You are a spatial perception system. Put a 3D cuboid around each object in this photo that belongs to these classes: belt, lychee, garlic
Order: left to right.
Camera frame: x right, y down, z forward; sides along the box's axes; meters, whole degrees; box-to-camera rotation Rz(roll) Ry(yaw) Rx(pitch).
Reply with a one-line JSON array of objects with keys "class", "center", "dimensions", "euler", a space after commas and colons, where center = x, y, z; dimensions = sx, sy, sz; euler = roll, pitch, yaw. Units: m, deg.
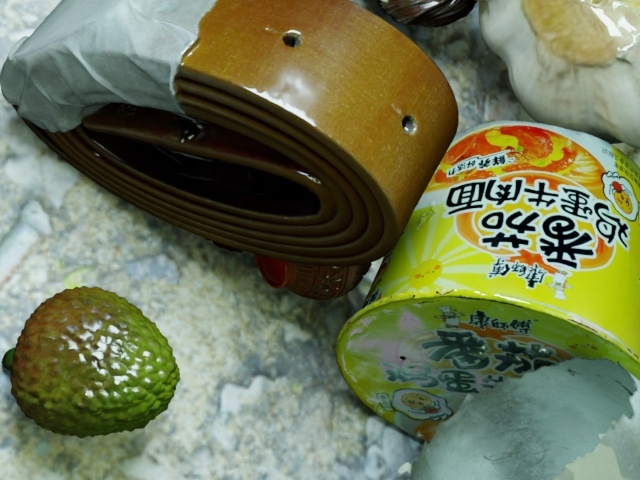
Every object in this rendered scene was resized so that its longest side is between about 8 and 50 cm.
[{"class": "lychee", "center": [-0.171, 0.091, 0.952], "dimensions": [0.114, 0.146, 0.114], "euler": [-25, 120, -54]}, {"class": "belt", "center": [-0.074, -0.096, 0.963], "dimensions": [0.339, 0.217, 0.122], "euler": [18, 59, 24]}, {"class": "garlic", "center": [0.228, -0.189, 1.081], "dimensions": [0.281, 0.184, 0.203], "euler": [46, 46, 17]}]

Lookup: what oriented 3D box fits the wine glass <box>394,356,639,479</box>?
[{"class": "wine glass", "center": [0.205, 0.258, 0.924], "dimensions": [0.238, 0.238, 0.323], "euler": [-36, 104, -30]}]

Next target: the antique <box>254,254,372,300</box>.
[{"class": "antique", "center": [0.000, 0.000, 1.071], "dimensions": [0.104, 0.104, 0.104], "euler": [7, 73, -25]}]

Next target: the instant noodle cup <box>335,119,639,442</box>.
[{"class": "instant noodle cup", "center": [0.160, 0.038, 1.062], "dimensions": [0.264, 0.264, 0.200], "euler": [29, 56, -17]}]

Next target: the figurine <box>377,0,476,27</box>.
[{"class": "figurine", "center": [0.009, -0.290, 1.116], "dimensions": [0.315, 0.168, 0.187], "euler": [27, 56, -16]}]
